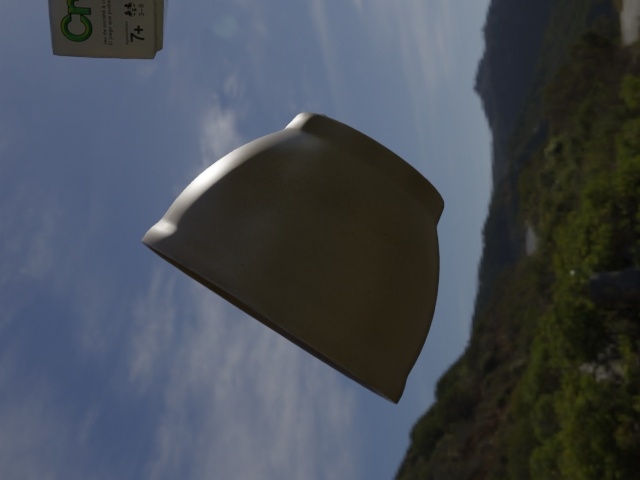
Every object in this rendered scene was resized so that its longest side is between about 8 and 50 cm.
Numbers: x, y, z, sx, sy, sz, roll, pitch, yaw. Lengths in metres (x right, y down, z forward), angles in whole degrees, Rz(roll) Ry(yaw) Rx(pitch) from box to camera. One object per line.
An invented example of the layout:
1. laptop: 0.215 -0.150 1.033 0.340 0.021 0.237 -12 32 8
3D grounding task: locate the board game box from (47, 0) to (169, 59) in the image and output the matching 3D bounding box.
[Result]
1. board game box: -0.103 -0.237 0.497 0.305 0.053 0.193 -102 14 -61

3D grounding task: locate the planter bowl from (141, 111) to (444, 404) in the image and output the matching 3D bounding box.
1. planter bowl: 0.000 0.000 0.507 0.109 0.162 0.162 -58 -23 -7
